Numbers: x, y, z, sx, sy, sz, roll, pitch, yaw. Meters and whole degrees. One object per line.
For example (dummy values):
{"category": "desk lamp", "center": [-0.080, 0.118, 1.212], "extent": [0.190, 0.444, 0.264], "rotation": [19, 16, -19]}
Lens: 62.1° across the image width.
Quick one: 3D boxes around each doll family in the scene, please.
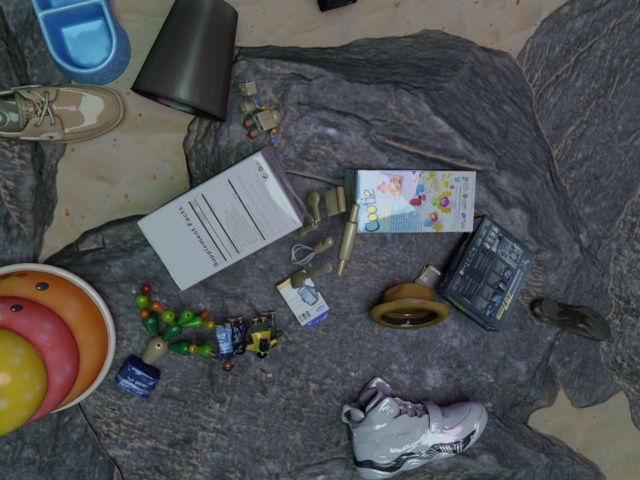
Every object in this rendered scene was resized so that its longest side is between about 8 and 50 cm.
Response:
{"category": "doll family", "center": [-0.174, 0.238, 1.255], "extent": [0.193, 0.076, 0.111], "rotation": [-6, 98, -20]}

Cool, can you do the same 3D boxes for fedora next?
{"category": "fedora", "center": [0.216, 0.156, 1.304], "extent": [0.194, 0.194, 0.079], "rotation": [6, 59, -11]}

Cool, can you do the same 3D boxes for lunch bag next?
{"category": "lunch bag", "center": [-0.426, 0.324, 1.244], "extent": [0.098, 0.067, 0.065], "rotation": [36, 92, -14]}

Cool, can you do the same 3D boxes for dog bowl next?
{"category": "dog bowl", "center": [-0.511, -0.478, 1.105], "extent": [0.166, 0.074, 0.297], "rotation": [-17, 100, -7]}

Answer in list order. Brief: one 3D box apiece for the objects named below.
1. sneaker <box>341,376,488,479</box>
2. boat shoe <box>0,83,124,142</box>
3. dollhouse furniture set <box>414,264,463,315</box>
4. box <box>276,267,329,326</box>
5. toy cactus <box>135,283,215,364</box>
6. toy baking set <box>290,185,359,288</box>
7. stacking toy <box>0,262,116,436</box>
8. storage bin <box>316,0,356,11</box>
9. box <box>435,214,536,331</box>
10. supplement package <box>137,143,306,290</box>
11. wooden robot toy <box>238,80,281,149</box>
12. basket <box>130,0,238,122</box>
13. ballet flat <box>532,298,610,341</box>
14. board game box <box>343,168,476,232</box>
{"category": "sneaker", "center": [0.233, 0.442, 1.336], "extent": [0.366, 0.137, 0.210], "rotation": [-21, 104, -2]}
{"category": "boat shoe", "center": [-0.589, -0.260, 1.105], "extent": [0.341, 0.110, 0.121], "rotation": [-10, 100, -8]}
{"category": "dollhouse furniture set", "center": [0.314, 0.128, 1.362], "extent": [0.152, 0.058, 0.076], "rotation": [36, 99, 6]}
{"category": "box", "center": [-0.040, 0.144, 1.303], "extent": [0.081, 0.028, 0.136], "rotation": [-32, 105, -4]}
{"category": "toy cactus", "center": [-0.355, 0.211, 1.236], "extent": [0.219, 0.112, 0.180], "rotation": [37, 110, -15]}
{"category": "toy baking set", "center": [0.005, 0.000, 1.217], "extent": [0.030, 0.197, 0.256], "rotation": [7, 96, -42]}
{"category": "stacking toy", "center": [-0.604, 0.250, 0.991], "extent": [0.351, 0.480, 0.350], "rotation": [-2, 99, -10]}
{"category": "storage bin", "center": [0.023, -0.606, 1.150], "extent": [0.084, 0.122, 0.180], "rotation": [-19, 101, -6]}
{"category": "box", "center": [0.413, 0.081, 1.319], "extent": [0.183, 0.059, 0.232], "rotation": [35, 72, -12]}
{"category": "supplement package", "center": [-0.200, -0.055, 1.143], "extent": [0.293, 0.177, 0.175], "rotation": [-28, 103, 9]}
{"category": "wooden robot toy", "center": [-0.128, -0.282, 1.216], "extent": [0.079, 0.076, 0.173], "rotation": [-33, 105, -39]}
{"category": "basket", "center": [-0.266, -0.391, 1.124], "extent": [0.204, 0.154, 0.226], "rotation": [18, 92, -13]}
{"category": "ballet flat", "center": [0.669, 0.214, 1.423], "extent": [0.250, 0.058, 0.084], "rotation": [17, 60, -17]}
{"category": "board game box", "center": [0.202, -0.096, 1.248], "extent": [0.275, 0.142, 0.144], "rotation": [0, 99, -10]}
